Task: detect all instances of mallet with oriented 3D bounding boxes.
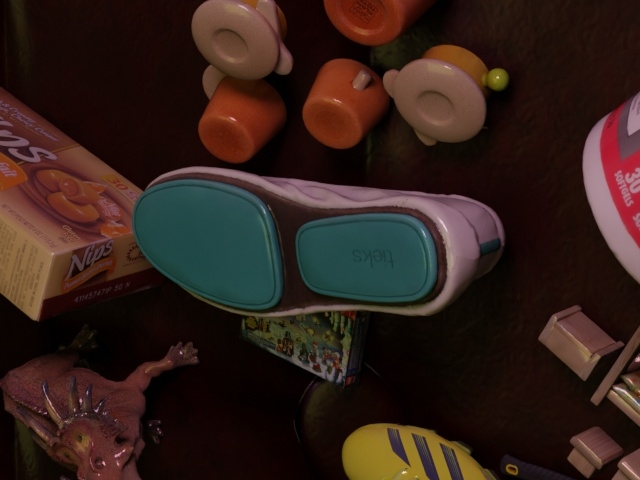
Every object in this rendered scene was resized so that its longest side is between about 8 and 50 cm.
[{"bbox_3d":[0.234,0.209,1.525,0.189,0.039,0.062,23,116,38],"label":"mallet"}]

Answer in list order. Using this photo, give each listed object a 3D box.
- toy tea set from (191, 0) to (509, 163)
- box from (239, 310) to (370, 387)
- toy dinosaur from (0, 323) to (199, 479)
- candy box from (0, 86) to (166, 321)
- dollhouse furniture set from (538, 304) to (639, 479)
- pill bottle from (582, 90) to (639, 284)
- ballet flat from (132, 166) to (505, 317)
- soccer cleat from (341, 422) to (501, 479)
[{"bbox_3d":[0.010,-0.179,1.588,0.336,0.124,0.200,-7,126,38],"label":"toy tea set"},{"bbox_3d":[-0.015,0.073,1.702,0.137,0.027,0.094,23,114,35],"label":"box"},{"bbox_3d":[-0.259,0.171,1.818,0.295,0.200,0.127,12,108,38],"label":"toy dinosaur"},{"bbox_3d":[-0.318,-0.050,1.823,0.316,0.183,0.087,34,120,29],"label":"candy box"},{"bbox_3d":[0.240,0.110,1.408,0.182,0.161,0.101,43,124,23],"label":"dollhouse furniture set"},{"bbox_3d":[0.354,-0.087,1.252,0.318,0.176,0.176,-36,77,40],"label":"pill bottle"},{"bbox_3d":[0.000,0.000,1.606,0.400,0.139,0.139,5,104,44],"label":"ballet flat"},{"bbox_3d":[0.117,0.257,1.572,0.289,0.121,0.093,34,127,29],"label":"soccer cleat"}]
